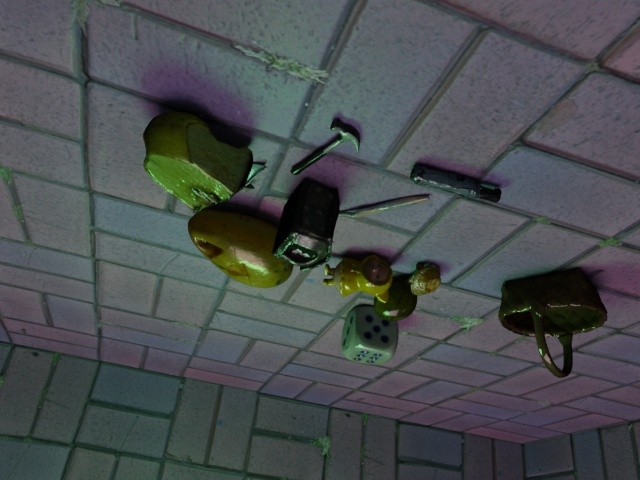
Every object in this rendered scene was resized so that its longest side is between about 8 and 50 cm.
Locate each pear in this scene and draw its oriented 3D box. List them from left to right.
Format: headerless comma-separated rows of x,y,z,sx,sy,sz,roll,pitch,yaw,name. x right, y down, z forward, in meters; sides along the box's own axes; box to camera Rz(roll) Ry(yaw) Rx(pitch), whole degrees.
-0.332,-0.207,1.385,0.256,0.163,0.238,34,151,-29,pear

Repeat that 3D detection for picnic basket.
0.770,0.291,1.828,0.338,0.336,0.293,-18,142,36,picnic basket

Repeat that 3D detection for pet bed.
-0.024,-0.033,1.542,0.159,0.210,0.183,23,139,-17,pet bed

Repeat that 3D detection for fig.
0.287,0.165,1.950,0.152,0.151,0.259,15,115,-13,fig

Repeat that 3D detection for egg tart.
0.364,0.143,1.863,0.129,0.049,0.128,-19,129,-25,egg tart

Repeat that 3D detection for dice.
0.199,0.387,2.242,0.194,0.191,0.193,13,150,-13,dice

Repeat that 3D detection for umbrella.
0.351,-0.142,1.436,0.251,0.052,0.053,15,149,-11,umbrella

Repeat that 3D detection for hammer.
0.006,-0.220,1.409,0.103,0.029,0.246,26,147,-27,hammer

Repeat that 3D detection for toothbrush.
0.136,-0.086,1.606,0.376,0.037,0.028,-12,148,26,toothbrush

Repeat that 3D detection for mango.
-0.245,0.016,1.739,0.365,0.182,0.253,32,146,-17,mango

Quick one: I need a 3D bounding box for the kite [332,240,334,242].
0.000,0.000,1.806,0.090,0.004,0.122,12,150,-9,kite

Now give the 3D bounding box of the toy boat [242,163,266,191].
-0.200,-0.187,1.515,0.096,0.034,0.122,25,137,-28,toy boat

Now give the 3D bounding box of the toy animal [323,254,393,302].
0.126,0.125,1.854,0.230,0.155,0.156,6,150,6,toy animal
